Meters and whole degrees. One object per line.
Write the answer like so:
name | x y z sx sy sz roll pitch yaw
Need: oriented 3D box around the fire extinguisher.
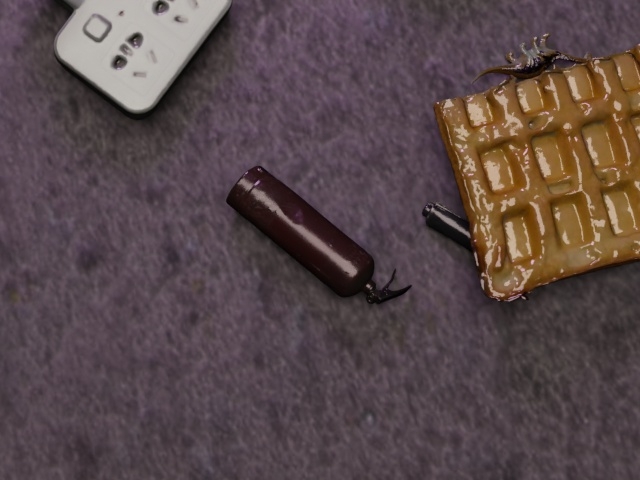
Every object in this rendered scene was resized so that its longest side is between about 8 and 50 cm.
fire extinguisher | 0.000 0.000 1.821 0.267 0.072 0.089 39 47 8

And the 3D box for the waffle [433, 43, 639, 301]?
waffle | 0.341 -0.090 1.802 0.348 0.077 0.304 -14 81 -8

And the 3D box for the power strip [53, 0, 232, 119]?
power strip | -0.286 -0.326 1.871 0.261 0.141 0.229 37 84 -7

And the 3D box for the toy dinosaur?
toy dinosaur | 0.289 -0.256 1.869 0.180 0.037 0.058 -14 75 -2

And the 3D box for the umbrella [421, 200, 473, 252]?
umbrella | 0.197 -0.008 1.832 0.133 0.031 0.036 34 81 8
